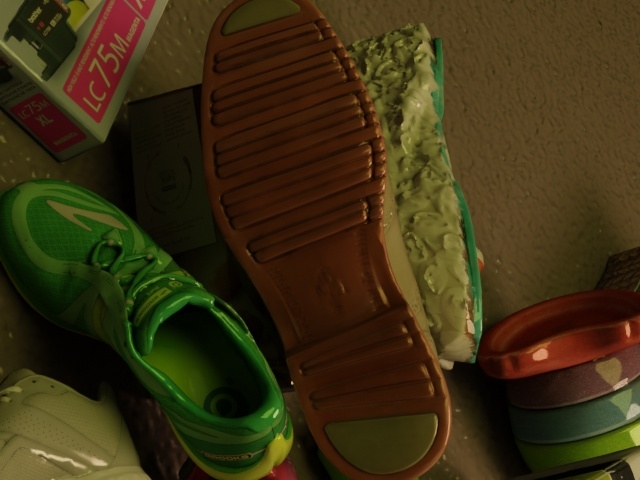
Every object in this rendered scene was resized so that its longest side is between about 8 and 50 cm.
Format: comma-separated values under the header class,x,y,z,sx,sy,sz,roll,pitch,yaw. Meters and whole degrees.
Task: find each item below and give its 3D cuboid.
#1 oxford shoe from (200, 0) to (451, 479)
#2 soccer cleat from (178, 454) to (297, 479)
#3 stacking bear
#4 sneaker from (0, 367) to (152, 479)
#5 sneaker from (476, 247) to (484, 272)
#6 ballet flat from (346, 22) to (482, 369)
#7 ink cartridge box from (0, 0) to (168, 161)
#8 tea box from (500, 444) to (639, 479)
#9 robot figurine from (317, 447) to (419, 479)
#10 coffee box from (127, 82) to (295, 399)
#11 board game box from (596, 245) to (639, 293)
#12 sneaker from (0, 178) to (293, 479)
class,x,y,z,sx,sy,sz,roll,pitch,yaw
oxford shoe,0.000,0.000,1.479,0.146,0.140,0.397,42,34,-82
soccer cleat,-0.049,0.309,1.456,0.143,0.116,0.331,34,50,-57
stacking bear,0.273,0.208,1.837,0.164,0.175,0.289,-83,157,-78
sneaker,-0.230,0.150,1.326,0.262,0.099,0.121,9,59,-56
sneaker,0.100,0.010,1.799,0.158,0.061,0.065,36,56,-32
ballet flat,0.059,-0.039,1.673,0.147,0.147,0.409,39,29,-32
ink cartridge box,-0.263,-0.230,1.481,0.311,0.065,0.186,43,44,-26
tea box,0.189,0.381,1.596,0.323,0.220,0.329,-18,88,-51
robot figurine,0.042,0.197,1.632,0.115,0.067,0.101,60,9,-9
coffee box,-0.068,0.003,1.544,0.141,0.098,0.246,2,80,-50
board game box,0.410,0.171,2.021,0.291,0.141,0.232,55,40,-17
sneaker,-0.125,0.048,1.399,0.295,0.123,0.109,42,64,12
